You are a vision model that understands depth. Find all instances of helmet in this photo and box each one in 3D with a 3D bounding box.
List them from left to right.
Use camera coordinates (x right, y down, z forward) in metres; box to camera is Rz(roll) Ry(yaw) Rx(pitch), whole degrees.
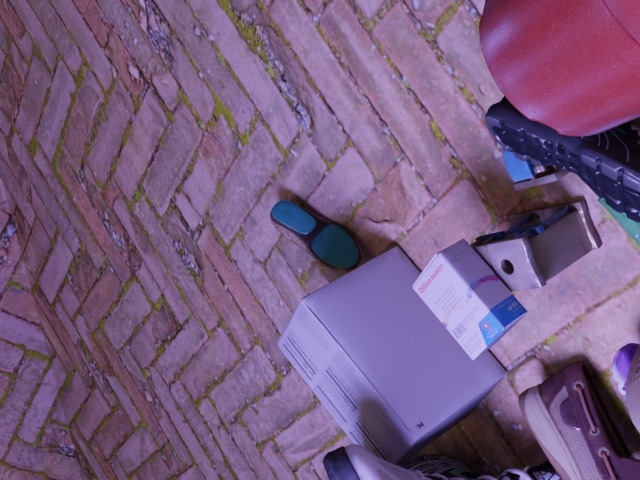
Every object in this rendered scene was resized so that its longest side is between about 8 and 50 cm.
[{"bbox_3d":[0.180,0.422,1.553,0.169,0.169,0.161,17,139,46],"label":"helmet"}]

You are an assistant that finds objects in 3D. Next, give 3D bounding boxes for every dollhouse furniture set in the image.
[{"bbox_3d":[0.234,-0.044,1.216,0.129,0.129,0.183,-14,102,55],"label":"dollhouse furniture set"}]

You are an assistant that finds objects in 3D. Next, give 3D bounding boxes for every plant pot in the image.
[{"bbox_3d":[0.301,-0.234,0.913,0.272,0.272,0.265,61,153,3],"label":"plant pot"}]

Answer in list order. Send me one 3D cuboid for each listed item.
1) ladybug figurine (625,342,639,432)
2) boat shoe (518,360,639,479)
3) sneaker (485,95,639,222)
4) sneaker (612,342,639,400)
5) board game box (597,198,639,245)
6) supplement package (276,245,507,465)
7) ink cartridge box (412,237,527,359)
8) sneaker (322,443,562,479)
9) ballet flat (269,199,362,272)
[{"bbox_3d":[0.483,0.101,0.870,0.162,0.305,0.449,44,138,-17],"label":"ladybug figurine"},{"bbox_3d":[0.393,0.311,1.244,0.123,0.123,0.342,-39,61,17],"label":"boat shoe"},{"bbox_3d":[0.310,-0.111,1.066,0.267,0.106,0.101,35,168,30],"label":"sneaker"},{"bbox_3d":[0.454,0.188,1.129,0.236,0.095,0.104,39,132,23],"label":"sneaker"},{"bbox_3d":[0.437,0.009,1.080,0.259,0.030,0.136,52,146,15],"label":"board game box"},{"bbox_3d":[0.104,0.177,1.463,0.262,0.204,0.145,51,145,17],"label":"supplement package"},{"bbox_3d":[0.182,0.072,1.201,0.122,0.052,0.088,50,145,14],"label":"ink cartridge box"},{"bbox_3d":[0.214,0.347,1.348,0.447,0.257,0.169,42,-169,-35],"label":"sneaker"},{"bbox_3d":[0.000,0.000,1.618,0.206,0.073,0.067,39,166,34],"label":"ballet flat"}]
